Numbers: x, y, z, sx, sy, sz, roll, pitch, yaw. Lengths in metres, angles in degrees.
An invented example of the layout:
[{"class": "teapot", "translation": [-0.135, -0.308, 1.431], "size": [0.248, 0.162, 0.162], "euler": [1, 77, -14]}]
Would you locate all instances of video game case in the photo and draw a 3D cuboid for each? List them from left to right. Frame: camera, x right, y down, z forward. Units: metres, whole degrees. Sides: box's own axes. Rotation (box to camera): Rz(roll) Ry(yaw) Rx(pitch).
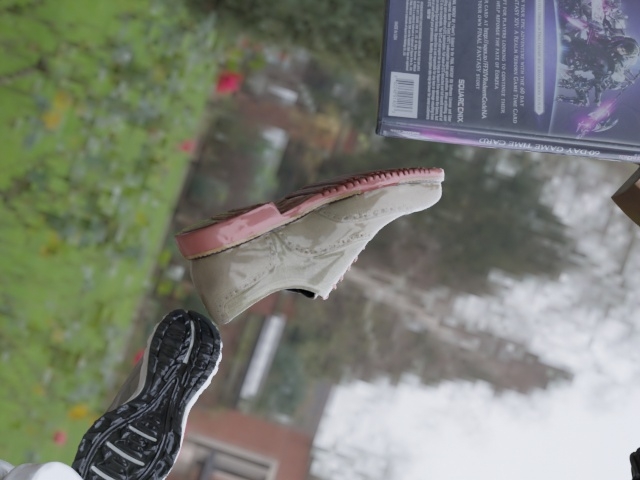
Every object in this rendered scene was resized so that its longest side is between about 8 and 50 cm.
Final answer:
[{"class": "video game case", "translation": [0.188, -0.157, 1.547], "size": [0.026, 0.274, 0.196], "euler": [100, -4, -56]}]

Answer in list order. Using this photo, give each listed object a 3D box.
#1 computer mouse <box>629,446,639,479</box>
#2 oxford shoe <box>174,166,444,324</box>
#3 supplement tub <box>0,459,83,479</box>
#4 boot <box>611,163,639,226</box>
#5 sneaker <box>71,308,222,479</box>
[{"class": "computer mouse", "translation": [0.321, 0.262, 1.355], "size": [0.060, 0.262, 0.184], "euler": [-42, 173, 21]}, {"class": "oxford shoe", "translation": [0.000, 0.000, 2.129], "size": [0.123, 0.348, 0.130], "euler": [-6, -78, 66]}, {"class": "supplement tub", "translation": [-0.397, 0.345, 1.804], "size": [0.241, 0.331, 0.241], "euler": [-12, 90, -75]}, {"class": "boot", "translation": [0.335, -0.172, 1.871], "size": [0.220, 0.283, 0.109], "euler": [-46, -175, -22]}, {"class": "sneaker", "translation": [-0.197, 0.207, 2.048], "size": [0.271, 0.100, 0.108], "euler": [-59, -178, -34]}]
